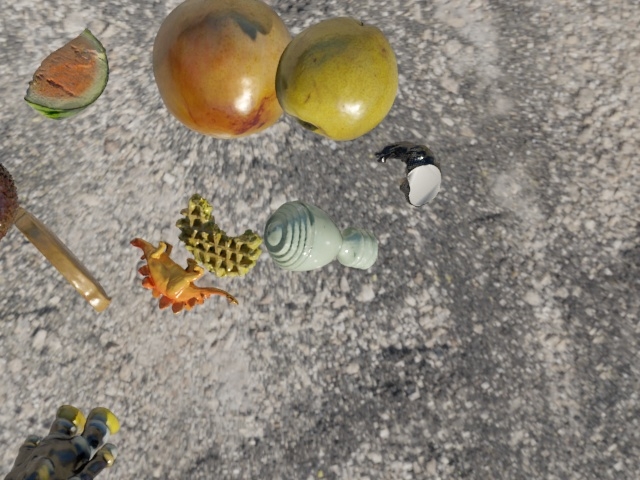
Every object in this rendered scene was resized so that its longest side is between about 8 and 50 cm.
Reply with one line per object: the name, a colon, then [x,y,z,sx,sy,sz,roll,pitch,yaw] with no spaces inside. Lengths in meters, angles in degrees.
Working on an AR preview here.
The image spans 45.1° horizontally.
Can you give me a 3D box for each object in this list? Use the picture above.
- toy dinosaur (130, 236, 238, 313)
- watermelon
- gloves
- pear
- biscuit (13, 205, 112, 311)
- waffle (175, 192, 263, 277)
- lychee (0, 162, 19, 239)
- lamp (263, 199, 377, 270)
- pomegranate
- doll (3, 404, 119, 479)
toy dinosaur: [-0.291,0.086,1.552,0.288,0.070,0.117,34,89,21]
watermelon: [-0.465,-0.299,1.436,0.063,0.245,0.119,-17,126,35]
gloves: [0.188,-0.161,1.616,0.106,0.180,0.129,-36,128,14]
pear: [0.032,-0.271,1.285,0.209,0.209,0.208,-2,106,-6]
biscuit: [-0.608,0.046,1.822,0.057,0.351,0.312,-43,94,-15]
waffle: [-0.208,-0.007,1.581,0.194,0.051,0.149,43,121,8]
lychee: [-0.625,-0.072,1.348,0.195,0.194,0.194,-2,106,-6]
lamp: [0.000,0.000,1.161,0.193,0.106,0.106,10,107,-41]
pomegranate: [-0.188,-0.368,1.570,0.320,0.319,0.319,-2,106,-6]
doll: [-0.334,0.303,0.851,0.146,0.316,0.103,19,126,4]
